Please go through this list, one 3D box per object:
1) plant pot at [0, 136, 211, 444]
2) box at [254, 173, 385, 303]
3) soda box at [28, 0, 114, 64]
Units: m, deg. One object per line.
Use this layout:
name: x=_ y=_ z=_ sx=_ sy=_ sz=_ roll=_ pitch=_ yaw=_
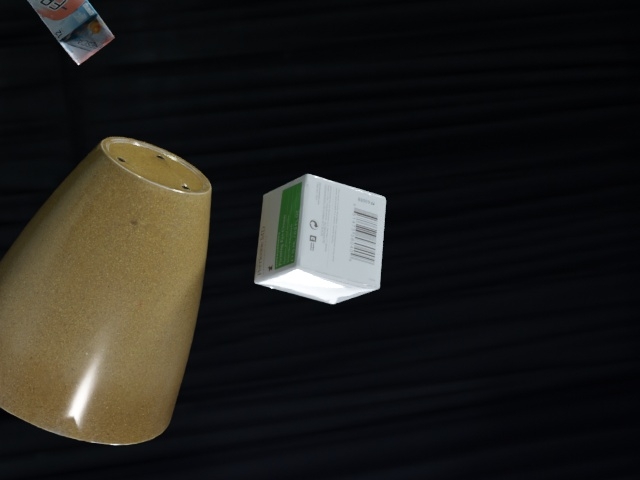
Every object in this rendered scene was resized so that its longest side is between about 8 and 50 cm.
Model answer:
plant pot: x=-0.211 y=0.034 z=1.334 sx=0.254 sy=0.237 sz=0.237 roll=-63 pitch=-157 yaw=17
box: x=0.000 y=0.000 z=1.337 sx=0.087 sy=0.102 sz=0.101 roll=-23 pitch=-123 yaw=54
soda box: x=-0.326 y=-0.301 z=1.603 sx=0.183 sy=0.058 sz=0.063 roll=51 pitch=-3 yaw=25
